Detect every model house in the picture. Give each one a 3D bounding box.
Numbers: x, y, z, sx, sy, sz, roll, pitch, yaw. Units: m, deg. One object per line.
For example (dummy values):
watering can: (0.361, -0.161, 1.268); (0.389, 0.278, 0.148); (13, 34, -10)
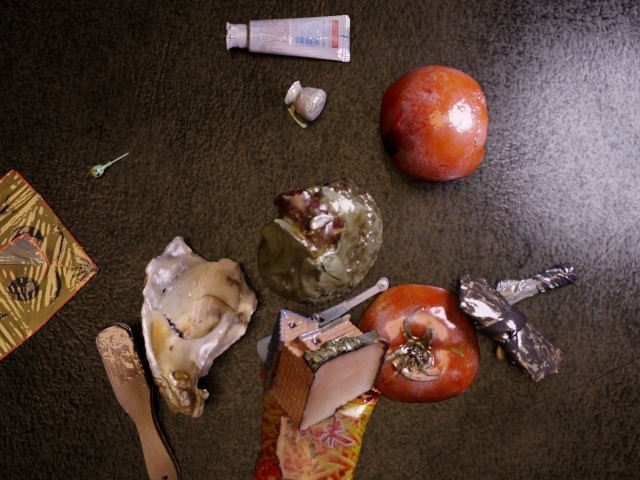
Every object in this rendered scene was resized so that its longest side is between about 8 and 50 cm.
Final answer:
model house: (-0.008, 0.195, 1.568); (0.172, 0.183, 0.166); (40, 130, 35)

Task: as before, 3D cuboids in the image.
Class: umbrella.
umbrella: (0.373, 0.085, 1.655); (0.188, 0.046, 0.050); (-21, 82, 7)

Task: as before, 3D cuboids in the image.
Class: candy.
candy: (-0.404, -0.148, 1.730); (0.083, 0.023, 0.025); (-31, 128, -4)

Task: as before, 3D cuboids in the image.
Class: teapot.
teapot: (-0.032, -0.256, 1.696); (0.064, 0.064, 0.083); (30, 121, 12)

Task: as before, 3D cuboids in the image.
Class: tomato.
tomato: (0.197, -0.205, 1.599); (0.184, 0.208, 0.208); (-2, 87, 2)
tomato: (0.180, 0.191, 1.635); (0.236, 0.095, 0.237); (0, 88, 4)

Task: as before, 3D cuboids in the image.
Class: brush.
brush: (-0.335, 0.306, 1.687); (0.070, 0.065, 0.327); (-19, 95, -4)

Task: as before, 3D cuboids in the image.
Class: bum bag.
bum bag: (0.330, 0.156, 1.595); (0.248, 0.102, 0.069); (40, 116, -1)

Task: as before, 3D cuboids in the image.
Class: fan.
fan: (0.007, 0.150, 1.671); (0.282, 0.023, 0.057); (-29, 86, 10)

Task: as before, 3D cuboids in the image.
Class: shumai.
shumai: (0.000, 0.000, 1.603); (0.189, 0.218, 0.256); (42, 87, 10)

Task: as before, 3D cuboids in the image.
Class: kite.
kite: (-0.586, 0.050, 1.735); (0.327, 0.013, 0.378); (1, 86, 3)

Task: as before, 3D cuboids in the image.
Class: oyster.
oyster: (-0.234, 0.151, 1.664); (0.271, 0.100, 0.275); (-44, 73, -2)

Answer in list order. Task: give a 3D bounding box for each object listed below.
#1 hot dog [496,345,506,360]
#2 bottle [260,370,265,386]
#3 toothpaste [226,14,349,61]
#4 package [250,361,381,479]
hot dog: (0.359, 0.204, 1.650); (0.090, 0.034, 0.030); (-2, 82, -14)
bottle: (-0.068, 0.255, 1.679); (0.083, 0.030, 0.030); (-5, 86, 3)
toothpaste: (-0.061, -0.385, 1.707); (0.234, 0.057, 0.089); (0, 89, -3)
package: (-0.027, 0.377, 1.632); (0.223, 0.108, 0.288); (14, 77, -3)
